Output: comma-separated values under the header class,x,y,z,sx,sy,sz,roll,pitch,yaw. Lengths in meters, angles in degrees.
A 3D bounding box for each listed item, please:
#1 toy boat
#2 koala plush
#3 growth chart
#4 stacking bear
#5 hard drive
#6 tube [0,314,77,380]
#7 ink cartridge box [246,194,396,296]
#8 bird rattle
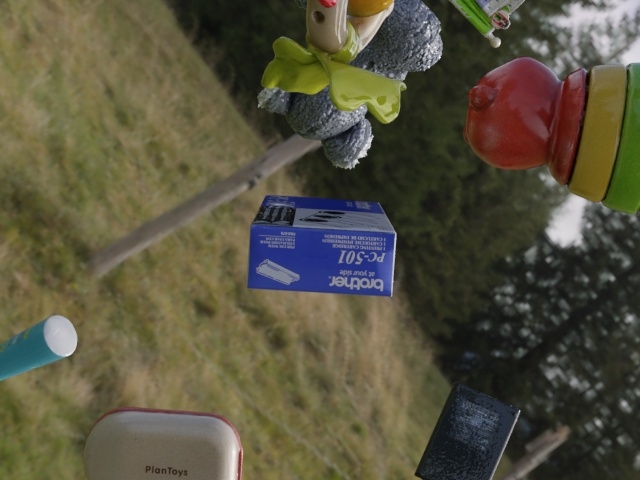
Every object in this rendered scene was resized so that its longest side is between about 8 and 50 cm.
class,x,y,z,sx,sy,sz,roll,pitch,yaw
toy boat,-0.229,0.314,1.635,0.151,0.231,0.151,-101,-164,-84
koala plush,0.031,-0.219,1.412,0.196,0.221,0.203,40,-4,-30
growth chart,0.281,-0.440,1.709,0.172,0.237,0.021,40,30,1
stacking bear,0.290,-0.113,1.117,0.288,0.164,0.175,9,-17,8
hard drive,0.193,0.266,1.454,0.094,0.135,0.022,22,-11,16
tube,-0.393,0.149,1.391,0.052,0.207,0.080,61,31,-9
ink cartridge box,0.000,0.000,0.816,0.207,0.097,0.046,-88,-178,-83
bird rattle,0.020,-0.251,1.068,0.143,0.207,0.254,14,-45,22
